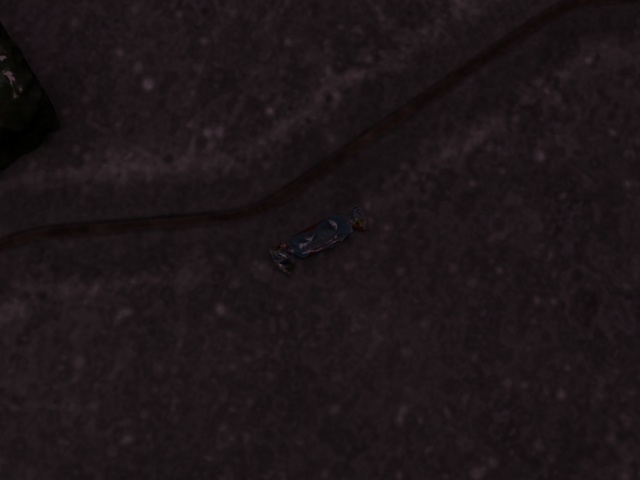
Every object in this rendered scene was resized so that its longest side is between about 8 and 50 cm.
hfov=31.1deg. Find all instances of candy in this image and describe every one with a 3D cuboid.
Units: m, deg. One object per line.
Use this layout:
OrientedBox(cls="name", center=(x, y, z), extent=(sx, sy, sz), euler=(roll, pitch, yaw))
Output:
OrientedBox(cls="candy", center=(0.000, 0.000, 0.916), extent=(0.083, 0.020, 0.030), euler=(-24, 81, -10))

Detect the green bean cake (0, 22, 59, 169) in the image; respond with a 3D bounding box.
OrientedBox(cls="green bean cake", center=(-0.320, -0.117, 0.886), extent=(0.181, 0.094, 0.173), euler=(-32, 81, -10))
